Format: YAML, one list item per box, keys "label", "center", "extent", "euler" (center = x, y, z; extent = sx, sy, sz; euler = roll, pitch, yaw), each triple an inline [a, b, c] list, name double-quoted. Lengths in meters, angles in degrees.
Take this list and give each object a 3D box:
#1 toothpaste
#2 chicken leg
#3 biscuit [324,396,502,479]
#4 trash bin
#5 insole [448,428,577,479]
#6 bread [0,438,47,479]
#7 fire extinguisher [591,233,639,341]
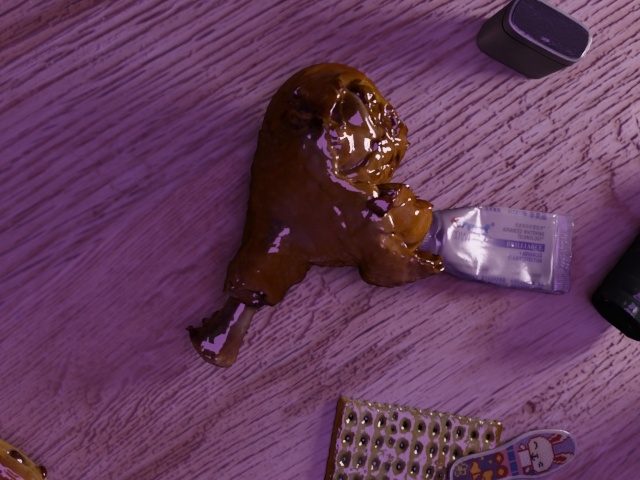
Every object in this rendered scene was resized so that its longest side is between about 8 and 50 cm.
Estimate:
- label: "toothpaste"
  center: [0.213, 0.007, 1.515]
  extent: [0.283, 0.068, 0.099]
  euler: [7, 114, -17]
- label: "chicken leg"
  center: [0.000, 0.000, 1.404]
  extent: [0.295, 0.182, 0.409]
  euler: [33, 92, 4]
- label: "biscuit"
  center: [0.125, 0.291, 1.503]
  extent: [0.232, 0.016, 0.139]
  euler: [11, 84, -11]
- label: "trash bin"
  center: [0.281, -0.268, 1.501]
  extent: [0.116, 0.130, 0.059]
  euler: [28, 82, -8]
- label: "insole"
  center: [0.261, 0.296, 1.524]
  extent: [0.197, 0.004, 0.065]
  euler: [-11, 90, -18]
- label: "bread"
  center: [-0.467, 0.325, 1.346]
  extent: [0.210, 0.099, 0.235]
  euler: [35, 76, -10]
- label: "fire extinguisher"
  center: [0.497, -0.013, 1.544]
  extent: [0.095, 0.114, 0.311]
  euler: [33, 77, 38]
